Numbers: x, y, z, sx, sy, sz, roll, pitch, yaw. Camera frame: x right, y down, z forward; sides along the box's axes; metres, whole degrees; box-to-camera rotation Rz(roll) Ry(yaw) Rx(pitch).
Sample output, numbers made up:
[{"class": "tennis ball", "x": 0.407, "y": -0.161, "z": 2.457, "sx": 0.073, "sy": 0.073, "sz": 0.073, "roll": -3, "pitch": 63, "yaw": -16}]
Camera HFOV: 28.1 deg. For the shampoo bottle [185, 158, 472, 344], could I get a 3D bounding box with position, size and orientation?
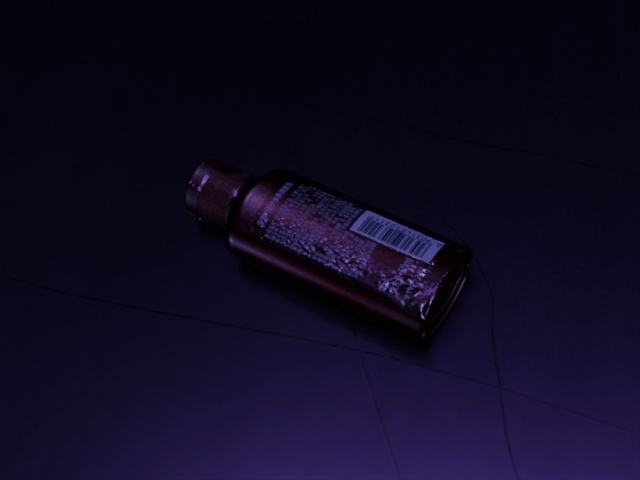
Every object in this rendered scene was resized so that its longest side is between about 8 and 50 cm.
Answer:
[{"class": "shampoo bottle", "x": 0.000, "y": 0.000, "z": 1.421, "sx": 0.323, "sy": 0.084, "sz": 0.129, "roll": 23, "pitch": 63, "yaw": 22}]
